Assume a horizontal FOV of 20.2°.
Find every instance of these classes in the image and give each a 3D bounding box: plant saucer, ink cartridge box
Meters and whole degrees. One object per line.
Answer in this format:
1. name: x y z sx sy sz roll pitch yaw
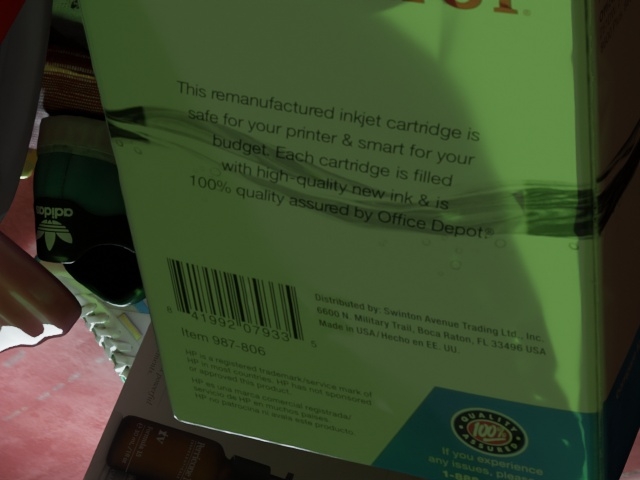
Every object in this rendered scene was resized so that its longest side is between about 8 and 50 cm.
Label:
1. plant saucer: -0.344 -0.008 1.410 0.332 0.084 0.332 33 169 7
2. ink cartridge box: 0.042 -0.062 1.007 0.285 0.166 0.395 11 132 22

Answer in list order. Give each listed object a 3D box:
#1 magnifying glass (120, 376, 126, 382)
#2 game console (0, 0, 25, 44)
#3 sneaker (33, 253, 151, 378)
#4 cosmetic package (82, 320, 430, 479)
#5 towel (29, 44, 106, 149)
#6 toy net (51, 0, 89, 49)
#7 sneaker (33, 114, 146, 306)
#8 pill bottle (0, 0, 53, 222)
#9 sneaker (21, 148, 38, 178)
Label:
1. magnifying glass: -0.166 0.137 1.959 0.092 0.026 0.231 24 159 -4
2. game console: -0.285 -0.261 0.874 0.386 0.060 0.342 35 116 -2
3. sneaker: -0.185 0.081 1.764 0.229 0.092 0.087 30 157 -15
4. cosmetic package: -0.051 0.212 1.569 0.284 0.377 0.097 16 157 10
5. towel: -0.283 -0.125 1.362 0.329 0.037 0.237 11 168 -1
6. toy net: -0.154 -0.199 1.197 0.122 0.045 0.232 15 158 11
7. sneaker: -0.144 0.001 1.447 0.108 0.121 0.302 4 166 27
8. pill bottle: -0.383 -0.138 1.089 0.408 0.229 0.229 9 156 0
9. sneaker: -0.319 -0.064 1.581 0.094 0.081 0.208 33 154 -30
